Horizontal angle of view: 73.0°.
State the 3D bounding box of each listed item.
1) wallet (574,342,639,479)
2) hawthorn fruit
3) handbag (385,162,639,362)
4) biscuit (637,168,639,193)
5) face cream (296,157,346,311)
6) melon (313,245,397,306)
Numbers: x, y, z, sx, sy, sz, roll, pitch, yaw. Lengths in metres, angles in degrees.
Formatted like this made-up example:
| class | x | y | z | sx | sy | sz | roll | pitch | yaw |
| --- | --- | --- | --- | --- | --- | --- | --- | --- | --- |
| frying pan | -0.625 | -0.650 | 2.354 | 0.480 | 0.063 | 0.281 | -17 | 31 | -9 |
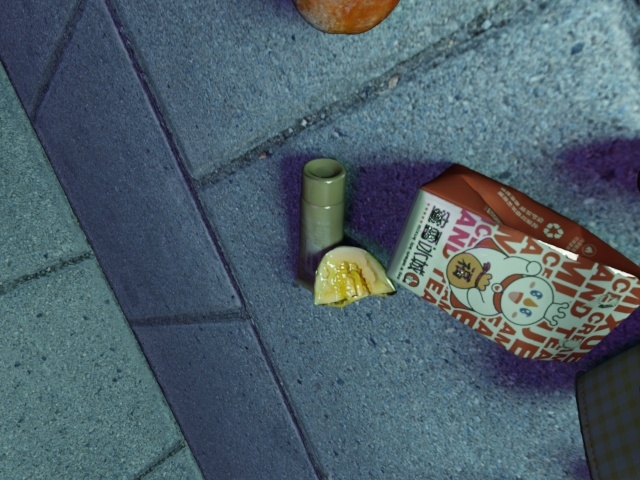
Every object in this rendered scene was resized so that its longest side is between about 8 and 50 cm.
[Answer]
| class | x | y | z | sx | sy | sz | roll | pitch | yaw |
| --- | --- | --- | --- | --- | --- | --- | --- | --- | --- |
| wallet | 0.422 | 0.170 | 0.462 | 0.077 | 0.223 | 0.309 | 28 | 134 | 0 |
| hawthorn fruit | 0.043 | -0.364 | 0.571 | 0.173 | 0.173 | 0.172 | 22 | 126 | 35 |
| handbag | 0.258 | 0.034 | 0.590 | 0.298 | 0.151 | 0.171 | 32 | 127 | 24 |
| biscuit | 0.418 | -0.017 | 0.397 | 0.236 | 0.180 | 0.039 | 47 | 158 | 33 |
| face cream | 0.000 | 0.000 | 0.883 | 0.137 | 0.084 | 0.341 | 29 | 137 | 28 |
| melon | 0.064 | 0.066 | 0.841 | 0.160 | 0.079 | 0.128 | -11 | 100 | 17 |
